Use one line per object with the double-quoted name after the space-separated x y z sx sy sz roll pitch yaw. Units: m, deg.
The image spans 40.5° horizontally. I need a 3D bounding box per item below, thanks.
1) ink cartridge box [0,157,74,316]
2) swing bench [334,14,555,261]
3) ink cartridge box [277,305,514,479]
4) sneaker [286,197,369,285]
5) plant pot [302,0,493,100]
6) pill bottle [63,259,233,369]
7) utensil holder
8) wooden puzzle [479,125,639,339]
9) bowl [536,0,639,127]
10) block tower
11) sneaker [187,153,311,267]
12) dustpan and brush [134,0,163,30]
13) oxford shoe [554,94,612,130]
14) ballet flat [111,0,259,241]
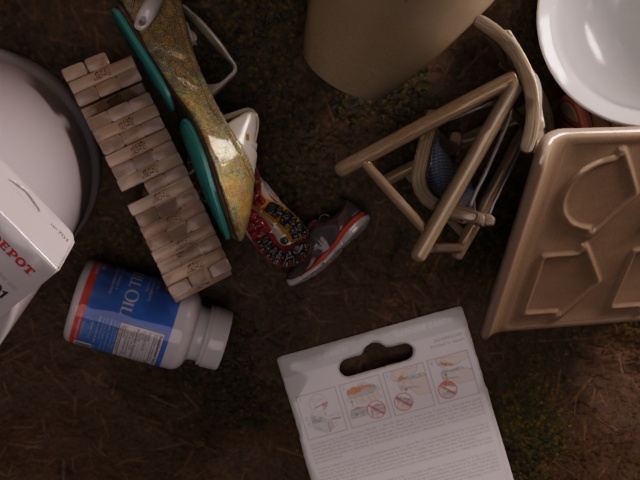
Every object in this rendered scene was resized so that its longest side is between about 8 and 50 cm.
-0.353 0.019 0.817 0.190 0.082 0.139 -36 109 12 "ink cartridge box"
0.188 -0.115 1.089 0.254 0.253 0.165 -45 77 14 "swing bench"
0.129 0.320 1.391 0.308 0.091 0.385 -16 95 4 "ink cartridge box"
0.000 0.000 1.263 0.158 0.061 0.065 -44 81 12 "sneaker"
0.094 -0.317 1.055 0.256 0.256 0.274 23 125 -11 "plant pot"
-0.244 0.114 1.249 0.221 0.124 0.124 16 110 -10 "pill bottle"
-0.459 -0.041 1.037 0.327 0.385 0.327 -1 112 -3 "utensil holder"
0.378 -0.021 1.099 0.348 0.080 0.322 -6 133 -15 "wooden puzzle"
0.434 -0.287 1.094 0.298 0.134 0.298 3 96 26 "bowl"
-0.224 -0.083 1.147 0.091 0.097 0.335 -26 100 -9 "block tower"
-0.105 -0.052 1.213 0.088 0.093 0.225 -38 91 -3 "sneaker"
-0.176 -0.347 1.071 0.147 0.211 0.060 28 150 -10 "dustpan and brush"
0.425 -0.070 1.222 0.130 0.123 0.348 -25 121 3 "oxford shoe"
-0.145 -0.173 1.112 0.123 0.123 0.348 -27 90 7 "ballet flat"
